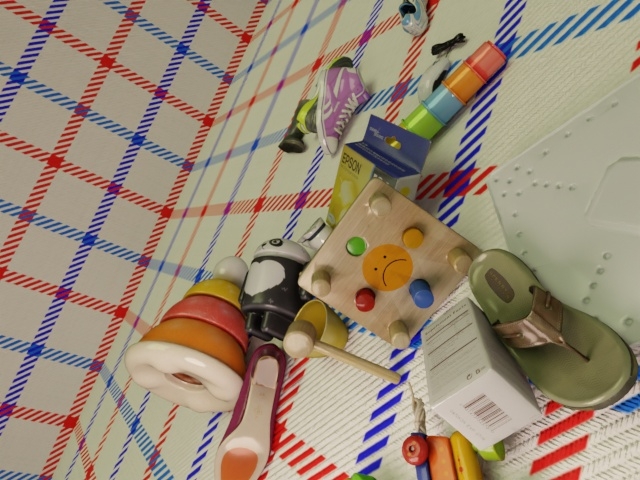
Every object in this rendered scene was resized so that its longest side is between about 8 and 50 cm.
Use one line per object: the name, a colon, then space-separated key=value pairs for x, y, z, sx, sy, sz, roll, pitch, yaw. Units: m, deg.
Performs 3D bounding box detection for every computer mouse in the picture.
computer mouse: x=0.300 y=-0.446 z=1.203 sx=0.106 sy=0.042 sz=0.192 roll=13 pitch=78 yaw=58

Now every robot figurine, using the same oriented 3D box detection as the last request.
robot figurine: x=-0.120 y=0.128 z=1.254 sx=0.173 sy=0.209 sz=0.277 roll=98 pitch=-177 yaw=-64

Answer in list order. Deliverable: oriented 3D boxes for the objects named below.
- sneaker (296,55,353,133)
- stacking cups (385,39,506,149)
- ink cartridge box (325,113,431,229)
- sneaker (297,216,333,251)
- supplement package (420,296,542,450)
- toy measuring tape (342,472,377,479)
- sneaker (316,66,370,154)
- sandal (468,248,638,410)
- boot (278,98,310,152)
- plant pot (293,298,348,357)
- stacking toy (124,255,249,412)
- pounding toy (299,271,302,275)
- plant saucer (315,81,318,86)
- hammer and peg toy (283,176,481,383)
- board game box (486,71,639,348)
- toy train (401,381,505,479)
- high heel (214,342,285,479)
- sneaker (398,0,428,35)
sneaker: x=0.040 y=-0.495 z=1.606 sx=0.121 sy=0.111 sz=0.299 roll=32 pitch=95 yaw=44
stacking cups: x=0.284 y=-0.325 z=1.084 sx=0.316 sy=0.096 sz=0.096 roll=-47 pitch=33 yaw=22
ink cartridge box: x=0.119 y=-0.123 z=1.095 sx=0.303 sy=0.072 sz=0.306 roll=-127 pitch=43 yaw=-59
sneaker: x=0.000 y=0.000 z=1.250 sx=0.090 sy=0.095 sz=0.235 roll=-50 pitch=4 yaw=-1
supplement package: x=0.226 y=0.188 z=0.682 sx=0.105 sy=0.105 sz=0.179 roll=-44 pitch=11 yaw=22
toy measuring tape: x=0.114 y=0.474 z=0.685 sx=0.330 sy=0.122 sz=0.121 roll=18 pitch=82 yaw=60
sneaker: x=0.076 y=-0.415 z=1.469 sx=0.161 sy=0.102 sz=0.281 roll=2 pitch=90 yaw=20
sandal: x=0.284 y=0.109 z=0.641 sx=0.120 sy=0.086 sz=0.302 roll=-55 pitch=31 yaw=15
boot: x=-0.074 y=-0.437 z=1.755 sx=0.208 sy=0.076 sz=0.190 roll=-58 pitch=32 yaw=-6
plant pot: x=0.007 y=0.215 z=1.070 sx=0.134 sy=0.095 sz=0.134 roll=-36 pitch=40 yaw=37
stacking toy: x=-0.321 y=0.232 z=1.391 sx=0.351 sy=0.351 sz=0.479 roll=-31 pitch=30 yaw=42
pounding toy: x=0.050 y=0.093 z=1.057 sx=0.100 sy=0.141 sz=0.130 roll=-56 pitch=30 yaw=12
plant saucer: x=0.033 y=-0.598 z=1.759 sx=0.067 sy=0.018 sz=0.192 roll=-56 pitch=30 yaw=11
hammer and peg toy: x=0.102 y=0.094 z=0.888 sx=0.361 sy=0.266 sz=0.127 roll=-55 pitch=9 yaw=14
board game box: x=0.453 y=-0.056 z=0.649 sx=0.390 sy=0.050 sz=0.389 roll=-38 pitch=39 yaw=36
toy train: x=0.207 y=0.309 z=0.695 sx=0.144 sy=0.105 sz=0.247 roll=-29 pitch=42 yaw=28
high heel: x=-0.169 y=0.455 z=1.184 sx=0.181 sy=0.127 sz=0.376 roll=137 pitch=154 yaw=-86
sneaker: x=0.278 y=-0.716 z=1.412 sx=0.085 sy=0.086 sz=0.237 roll=-37 pitch=37 yaw=40
